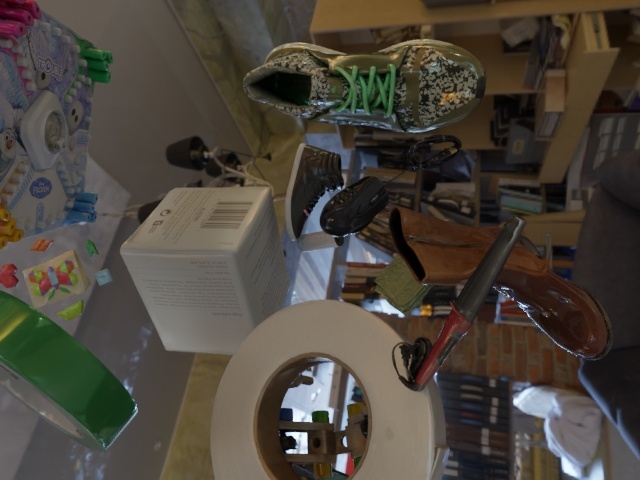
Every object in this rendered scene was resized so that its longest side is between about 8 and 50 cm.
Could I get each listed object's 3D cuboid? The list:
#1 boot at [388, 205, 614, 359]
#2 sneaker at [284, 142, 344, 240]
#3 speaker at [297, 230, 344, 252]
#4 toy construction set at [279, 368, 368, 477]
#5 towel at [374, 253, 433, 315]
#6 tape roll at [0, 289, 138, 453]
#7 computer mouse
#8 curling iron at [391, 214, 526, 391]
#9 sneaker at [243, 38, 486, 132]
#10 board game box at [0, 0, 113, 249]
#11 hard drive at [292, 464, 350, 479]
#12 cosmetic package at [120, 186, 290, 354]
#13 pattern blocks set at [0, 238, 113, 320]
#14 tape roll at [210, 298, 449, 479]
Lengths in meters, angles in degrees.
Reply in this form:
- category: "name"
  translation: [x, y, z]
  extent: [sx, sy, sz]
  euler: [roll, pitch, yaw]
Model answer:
- category: "boot"
  translation: [0.259, 0.056, 0.649]
  extent: [0.096, 0.281, 0.264]
  euler: [-54, 38, 37]
- category: "sneaker"
  translation: [-0.012, -0.139, 1.291]
  extent: [0.104, 0.147, 0.295]
  euler: [44, -125, -73]
- category: "speaker"
  translation: [0.000, 0.000, 1.293]
  extent: [0.055, 0.136, 0.055]
  euler: [20, -114, -51]
- category: "toy construction set"
  translation: [0.043, 0.342, 0.843]
  extent: [0.237, 0.257, 0.308]
  euler: [31, -162, -50]
- category: "towel"
  translation: [0.170, 0.058, 0.811]
  extent: [0.027, 0.110, 0.148]
  euler: [35, -85, -38]
- category: "tape roll"
  translation: [-0.451, 0.215, 0.718]
  extent: [0.077, 0.322, 0.321]
  euler: [-53, -34, -39]
- category: "computer mouse"
  translation: [0.106, -0.080, 0.648]
  extent: [0.071, 0.242, 0.041]
  euler: [55, -179, -28]
- category: "curling iron"
  translation: [0.161, 0.084, 0.539]
  extent: [0.068, 0.035, 0.273]
  euler: [55, 132, 41]
- category: "sneaker"
  translation: [0.052, -0.242, 0.731]
  extent: [0.182, 0.411, 0.157]
  euler: [-47, -41, -54]
- category: "board game box"
  translation: [-0.483, -0.197, 0.802]
  extent: [0.390, 0.051, 0.389]
  euler: [-122, 42, -79]
- category: "hard drive"
  translation: [-0.035, 0.598, 1.033]
  extent: [0.237, 0.339, 0.064]
  euler: [6, -101, -39]
- category: "cosmetic package"
  translation: [-0.306, 0.088, 1.313]
  extent: [0.329, 0.328, 0.393]
  euler: [-74, -20, -53]
- category: "pattern blocks set"
  translation: [-0.874, 0.128, 1.458]
  extent: [0.285, 0.325, 0.026]
  euler: [55, 171, 1]
- category: "tape roll"
  translation: [-0.001, 0.287, 0.697]
  extent: [0.072, 0.393, 0.391]
  euler: [39, -125, -54]
